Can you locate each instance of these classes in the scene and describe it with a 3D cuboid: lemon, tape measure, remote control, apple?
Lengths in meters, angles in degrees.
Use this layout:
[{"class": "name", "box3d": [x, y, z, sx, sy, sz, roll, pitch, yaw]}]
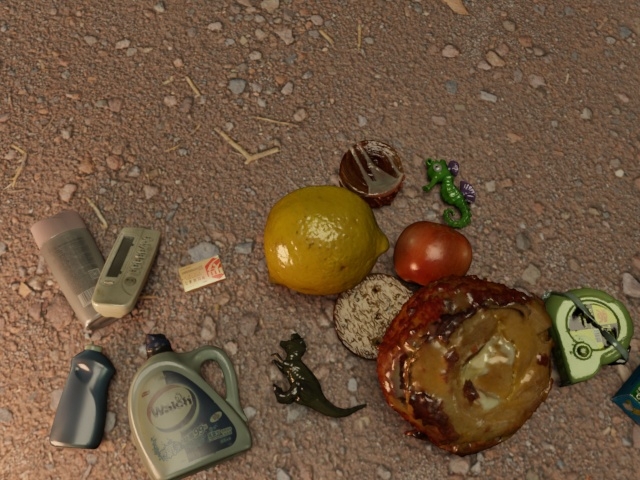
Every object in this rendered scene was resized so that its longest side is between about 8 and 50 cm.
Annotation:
[{"class": "lemon", "box3d": [0.009, -0.001, 1.118, 0.253, 0.228, 0.228, -6, 68, -9]}, {"class": "tape measure", "box3d": [0.553, 0.188, 1.128, 0.175, 0.106, 0.200, -15, 67, 6]}, {"class": "remote control", "box3d": [-0.405, 0.062, 1.135, 0.090, 0.049, 0.230, 5, 43, -1]}, {"class": "apple", "box3d": [0.235, 0.036, 1.149, 0.163, 0.163, 0.139, 24, 76, 7]}]

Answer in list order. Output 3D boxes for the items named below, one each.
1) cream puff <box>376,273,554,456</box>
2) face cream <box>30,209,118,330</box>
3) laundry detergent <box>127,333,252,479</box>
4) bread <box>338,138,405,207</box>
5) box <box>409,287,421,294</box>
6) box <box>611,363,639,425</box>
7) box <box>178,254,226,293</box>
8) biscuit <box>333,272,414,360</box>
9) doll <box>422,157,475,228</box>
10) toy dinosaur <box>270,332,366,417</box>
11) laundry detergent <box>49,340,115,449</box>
[{"class": "cream puff", "box3d": [0.259, 0.223, 1.024, 0.350, 0.228, 0.351, -3, 99, -19]}, {"class": "face cream", "box3d": [-0.514, 0.058, 1.154, 0.107, 0.073, 0.269, -26, 71, -29]}, {"class": "laundry detergent", "box3d": [-0.264, 0.301, 1.047, 0.214, 0.105, 0.281, -14, 64, -22]}, {"class": "bread", "box3d": [0.118, -0.153, 1.266, 0.160, 0.073, 0.161, 2, 65, -4]}, {"class": "box", "box3d": [0.220, 0.128, 1.180, 0.115, 0.025, 0.048, 0, 67, -2]}, {"class": "box", "box3d": [0.720, 0.339, 1.087, 0.139, 0.073, 0.194, -41, 75, -17]}, {"class": "box", "box3d": [-0.260, 0.074, 1.188, 0.093, 0.015, 0.058, -20, 71, -10]}, {"class": "biscuit", "box3d": [0.120, 0.163, 1.148, 0.187, 0.027, 0.188, -1, 76, 3]}, {"class": "doll", "box3d": [0.301, -0.116, 1.271, 0.115, 0.050, 0.190, -21, 72, -14]}, {"class": "toy dinosaur", "box3d": [-0.008, 0.265, 1.082, 0.178, 0.087, 0.187, -10, 70, -5]}, {"class": "laundry detergent", "box3d": [-0.463, 0.300, 1.065, 0.096, 0.061, 0.206, 0, 67, 7]}]
